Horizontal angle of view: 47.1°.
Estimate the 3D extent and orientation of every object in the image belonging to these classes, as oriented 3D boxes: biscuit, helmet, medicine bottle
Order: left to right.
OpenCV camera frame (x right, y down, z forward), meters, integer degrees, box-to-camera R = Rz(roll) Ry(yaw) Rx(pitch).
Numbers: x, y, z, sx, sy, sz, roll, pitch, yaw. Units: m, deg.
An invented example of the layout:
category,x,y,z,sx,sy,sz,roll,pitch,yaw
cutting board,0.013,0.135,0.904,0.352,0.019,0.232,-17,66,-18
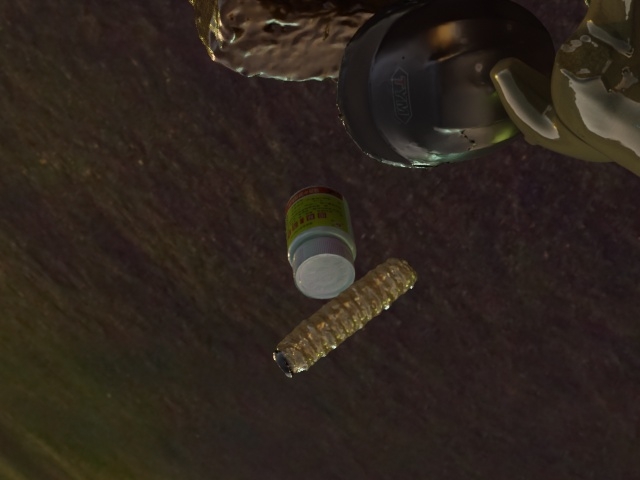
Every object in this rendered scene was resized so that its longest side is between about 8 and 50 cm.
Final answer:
category,x,y,z,sx,sy,sz,roll,pitch,yaw
biscuit,-0.021,-0.402,1.171,0.166,0.395,0.343,112,148,-43
medicine bottle,0.000,0.000,1.503,0.139,0.225,0.139,-3,130,-3
biscuit,0.032,0.097,0.955,0.055,0.219,0.061,50,165,19
helmet,0.185,-0.205,0.956,0.177,0.305,0.225,14,122,45

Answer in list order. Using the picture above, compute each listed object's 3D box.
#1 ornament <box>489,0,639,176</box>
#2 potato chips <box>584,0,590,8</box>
category,x,y,z,sx,sy,sz,roll,pitch,yaw
ornament,0.196,-0.078,0.446,0.230,0.061,0.245,39,174,24
potato chips,0.808,-0.694,1.764,0.373,0.097,0.389,-20,90,29
